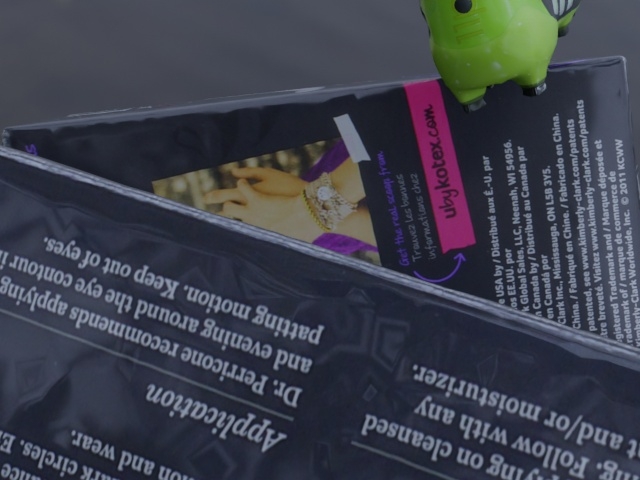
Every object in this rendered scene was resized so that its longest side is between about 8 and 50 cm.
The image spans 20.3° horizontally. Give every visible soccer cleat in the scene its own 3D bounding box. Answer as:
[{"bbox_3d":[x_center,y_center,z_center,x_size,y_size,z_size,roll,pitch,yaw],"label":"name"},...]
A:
[{"bbox_3d":[0.070,-0.109,0.718,0.060,0.072,0.179,-15,17,13],"label":"soccer cleat"}]

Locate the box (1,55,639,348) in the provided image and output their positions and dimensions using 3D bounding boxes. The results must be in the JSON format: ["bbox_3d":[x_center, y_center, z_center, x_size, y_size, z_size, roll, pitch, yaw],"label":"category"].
[{"bbox_3d":[0.000,0.000,0.826,0.270,0.143,0.165,-6,5,-5],"label":"box"}]

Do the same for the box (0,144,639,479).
[{"bbox_3d":[0.002,0.166,0.531,0.343,0.313,0.179,18,-2,28],"label":"box"}]
